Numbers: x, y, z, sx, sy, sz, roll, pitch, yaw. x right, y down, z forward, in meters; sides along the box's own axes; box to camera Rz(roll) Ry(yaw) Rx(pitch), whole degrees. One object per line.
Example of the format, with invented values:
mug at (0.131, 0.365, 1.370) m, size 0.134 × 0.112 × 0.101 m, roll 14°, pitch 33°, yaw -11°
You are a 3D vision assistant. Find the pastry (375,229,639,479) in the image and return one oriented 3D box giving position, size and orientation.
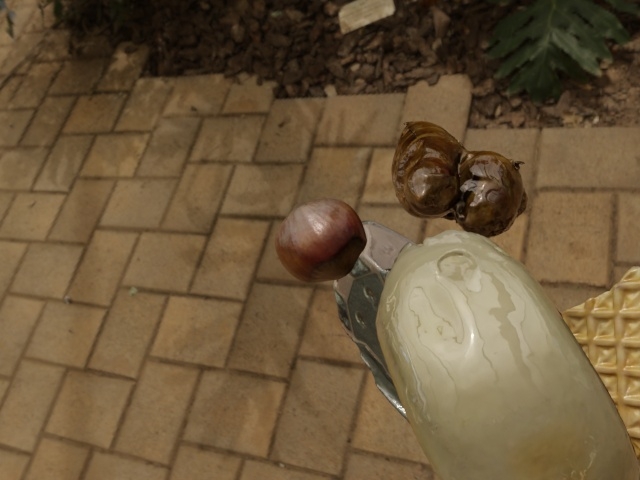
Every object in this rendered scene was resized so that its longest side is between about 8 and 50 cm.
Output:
pastry at (0.145, 0.115, 0.507) m, size 0.133 × 0.265 × 0.265 m, roll -32°, pitch 55°, yaw 9°

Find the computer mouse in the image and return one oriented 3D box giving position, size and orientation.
computer mouse at (0.117, 0.093, 0.796) m, size 0.114 × 0.200 × 0.389 m, roll -19°, pitch 54°, yaw -34°

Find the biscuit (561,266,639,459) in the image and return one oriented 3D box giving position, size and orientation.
biscuit at (0.373, 0.150, 0.733) m, size 0.309 × 0.040 × 0.205 m, roll -46°, pitch 56°, yaw 38°

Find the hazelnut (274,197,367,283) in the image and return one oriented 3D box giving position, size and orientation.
hazelnut at (0.000, 0.000, 0.587) m, size 0.086 × 0.086 × 0.086 m, roll -10°, pitch 59°, yaw 17°

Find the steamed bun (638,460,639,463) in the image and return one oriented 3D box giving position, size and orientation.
steamed bun at (0.719, 0.446, 1.669) m, size 0.383 × 0.236 × 0.247 m, roll 22°, pitch 61°, yaw 34°

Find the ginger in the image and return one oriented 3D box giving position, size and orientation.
ginger at (0.256, -0.118, 1.213) m, size 0.254 × 0.418 × 0.176 m, roll 14°, pitch 107°, yaw -8°
